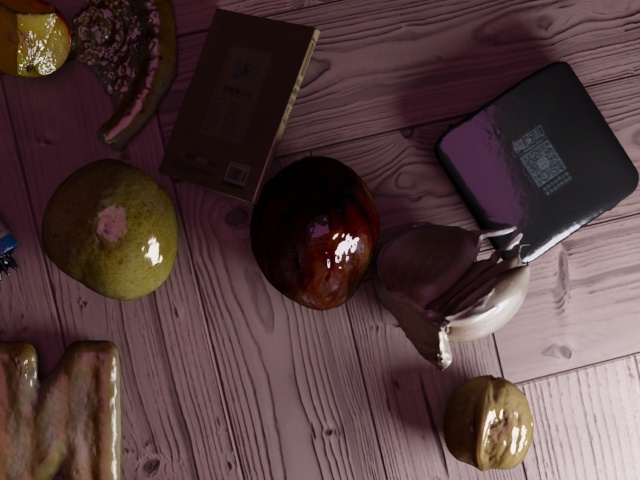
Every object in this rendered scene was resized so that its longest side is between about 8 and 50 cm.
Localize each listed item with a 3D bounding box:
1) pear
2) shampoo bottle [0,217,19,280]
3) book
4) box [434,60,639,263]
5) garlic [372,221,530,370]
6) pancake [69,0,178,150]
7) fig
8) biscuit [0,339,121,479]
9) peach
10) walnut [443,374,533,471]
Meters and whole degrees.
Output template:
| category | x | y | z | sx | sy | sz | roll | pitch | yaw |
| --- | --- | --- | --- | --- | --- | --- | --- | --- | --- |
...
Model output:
| category | x | y | z | sx | sy | sz | roll | pitch | yaw |
| --- | --- | --- | --- | --- | --- | --- | --- | --- | --- |
| pear | -0.338 | -0.024 | 1.325 | 0.228 | 0.188 | 0.211 | 27 | 96 | -3 |
| shampoo bottle | -0.588 | -0.015 | 1.378 | 0.087 | 0.050 | 0.183 | -35 | 92 | -6 |
| book | -0.143 | -0.235 | 1.370 | 0.216 | 0.021 | 0.311 | 19 | 88 | 29 |
| box | 0.385 | -0.138 | 1.434 | 0.290 | 0.073 | 0.289 | -34 | 93 | -4 |
| garlic | 0.217 | 0.073 | 1.351 | 0.292 | 0.237 | 0.210 | -41 | 104 | -36 |
| pancake | -0.349 | -0.347 | 1.394 | 0.197 | 0.054 | 0.377 | -3 | 89 | -3 |
| fig | -0.007 | -0.008 | 1.338 | 0.223 | 0.224 | 0.263 | 2 | 96 | -4 |
| biscuit | -0.462 | 0.315 | 1.380 | 0.236 | 0.062 | 0.291 | -2 | 90 | -3 |
| peach | -0.500 | -0.346 | 1.355 | 0.151 | 0.118 | 0.151 | -8 | 116 | -16 |
| walnut | 0.291 | 0.317 | 1.393 | 0.166 | 0.149 | 0.167 | -5 | 74 | 18 |
